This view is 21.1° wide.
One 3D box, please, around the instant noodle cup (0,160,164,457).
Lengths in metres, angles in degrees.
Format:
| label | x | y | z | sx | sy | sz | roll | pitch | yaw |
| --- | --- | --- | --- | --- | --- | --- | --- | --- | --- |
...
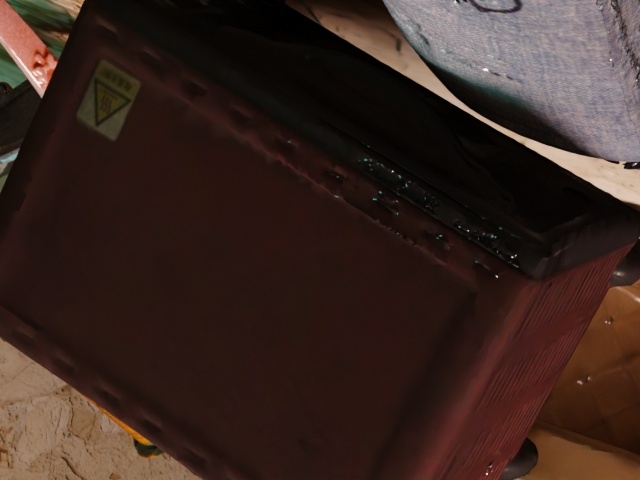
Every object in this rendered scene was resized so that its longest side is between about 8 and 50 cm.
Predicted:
| label | x | y | z | sx | sy | sz | roll | pitch | yaw |
| --- | --- | --- | --- | --- | --- | --- | --- | --- | --- |
| instant noodle cup | -0.132 | 0.003 | 1.153 | 0.182 | 0.230 | 0.230 | 33 | 166 | -14 |

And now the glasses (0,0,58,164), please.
| label | x | y | z | sx | sy | sz | roll | pitch | yaw |
| --- | --- | --- | --- | --- | --- | --- | --- | --- | --- |
| glasses | -0.267 | -0.163 | 1.017 | 0.234 | 0.118 | 0.268 | 13 | 147 | 43 |

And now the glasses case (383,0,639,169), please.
| label | x | y | z | sx | sy | sz | roll | pitch | yaw |
| --- | --- | --- | --- | --- | --- | --- | --- | --- | --- |
| glasses case | 0.077 | -0.093 | 0.639 | 0.109 | 0.067 | 0.282 | 24 | 170 | 22 |

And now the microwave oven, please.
| label | x | y | z | sx | sy | sz | roll | pitch | yaw |
| --- | --- | --- | --- | --- | --- | --- | --- | --- | --- |
| microwave oven | -0.001 | 0.001 | 0.777 | 0.247 | 0.188 | 0.178 | 31 | -165 | 18 |

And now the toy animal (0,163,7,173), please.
| label | x | y | z | sx | sy | sz | roll | pitch | yaw |
| --- | --- | --- | --- | --- | --- | --- | --- | --- | --- |
| toy animal | -0.242 | -0.052 | 1.369 | 0.155 | 0.095 | 0.219 | 23 | 169 | -39 |

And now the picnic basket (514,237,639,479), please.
| label | x | y | z | sx | sy | sz | roll | pitch | yaw |
| --- | --- | --- | --- | --- | --- | --- | --- | --- | --- |
| picnic basket | 0.168 | 0.136 | 1.011 | 0.254 | 0.291 | 0.321 | 23 | 178 | -12 |
